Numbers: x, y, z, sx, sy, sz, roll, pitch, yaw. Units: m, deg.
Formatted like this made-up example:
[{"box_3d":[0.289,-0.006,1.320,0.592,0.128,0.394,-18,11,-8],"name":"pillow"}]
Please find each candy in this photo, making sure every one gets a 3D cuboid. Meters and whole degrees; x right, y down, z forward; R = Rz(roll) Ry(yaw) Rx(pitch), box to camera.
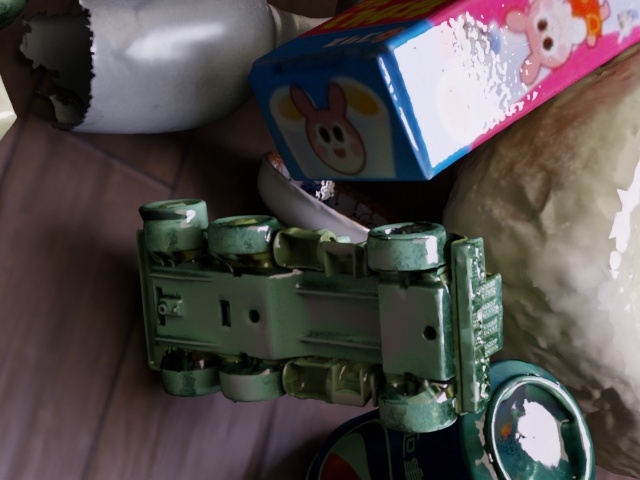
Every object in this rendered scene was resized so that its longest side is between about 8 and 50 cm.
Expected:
[{"box_3d":[0.115,-0.149,0.893,0.306,0.157,0.100,-32,112,-31],"name":"candy"}]

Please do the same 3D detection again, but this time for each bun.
[{"box_3d":[0.232,0.003,0.987,0.352,0.227,0.349,-16,114,-41],"name":"bun"}]

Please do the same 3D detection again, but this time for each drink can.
[{"box_3d":[0.082,0.159,0.845,0.118,0.205,0.118,15,61,-29],"name":"drink can"}]

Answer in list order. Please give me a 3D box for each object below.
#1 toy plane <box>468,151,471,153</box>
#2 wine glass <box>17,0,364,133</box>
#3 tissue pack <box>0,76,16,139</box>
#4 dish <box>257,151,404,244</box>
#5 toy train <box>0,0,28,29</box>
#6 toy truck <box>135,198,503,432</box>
[{"box_3d":[0.138,-0.114,1.123,0.145,0.060,0.037,30,52,-2],"name":"toy plane"},{"box_3d":[-0.058,-0.151,0.943,0.321,0.143,0.143,-8,72,-38],"name":"wine glass"},{"box_3d":[-0.315,-0.058,0.694,0.234,0.159,0.125,-19,80,-41],"name":"tissue pack"},{"box_3d":[0.000,0.000,0.957,0.141,0.078,0.141,29,12,-6],"name":"dish"},{"box_3d":[-0.279,-0.274,0.861,0.154,0.115,0.270,-5,71,-43],"name":"toy train"},{"box_3d":[0.005,0.035,0.810,0.135,0.259,0.128,-15,104,-48],"name":"toy truck"}]
